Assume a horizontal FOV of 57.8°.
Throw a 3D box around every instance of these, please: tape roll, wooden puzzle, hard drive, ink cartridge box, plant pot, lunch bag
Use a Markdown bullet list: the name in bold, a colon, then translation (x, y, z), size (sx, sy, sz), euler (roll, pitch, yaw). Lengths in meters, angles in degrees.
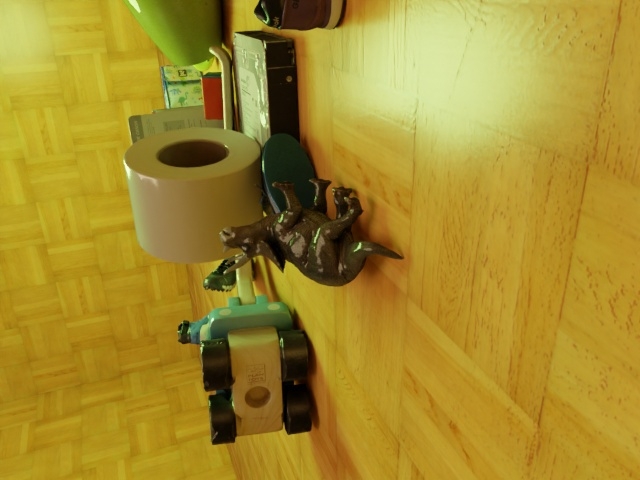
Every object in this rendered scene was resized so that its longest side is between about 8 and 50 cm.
- **tape roll**: translation (-0.230, -0.090, 1.086), size (0.246, 0.246, 0.169), euler (-126, 31, -53)
- **wooden puzzle**: translation (-0.230, -0.267, 1.343), size (0.322, 0.080, 0.348), euler (-113, 18, -70)
- **hard drive**: translation (-0.106, -0.225, 1.132), size (0.237, 0.064, 0.339), euler (-133, 38, -58)
- **ink cartridge box**: translation (-0.358, -0.202, 1.561), size (0.130, 0.272, 0.309), euler (-148, 51, -66)
- **plant pot**: translation (-0.350, -0.591, 1.410), size (0.275, 0.275, 0.293), euler (-123, 12, -49)
- **lunch bag**: translation (-0.443, -0.495, 1.879), size (0.096, 0.129, 0.151), euler (158, 103, -70)

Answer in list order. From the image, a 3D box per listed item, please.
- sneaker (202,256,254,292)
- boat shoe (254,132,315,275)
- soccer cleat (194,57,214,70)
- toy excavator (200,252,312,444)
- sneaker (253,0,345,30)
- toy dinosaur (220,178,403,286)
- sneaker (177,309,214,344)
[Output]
- **sneaker**: translation (-0.247, 0.075, 1.561), size (0.234, 0.078, 0.106), euler (-15, -70, -70)
- **boat shoe**: translation (-0.055, -0.053, 1.003), size (0.089, 0.109, 0.258), euler (139, 121, -69)
- **soccer cleat**: translation (-0.339, -0.619, 1.615), size (0.121, 0.093, 0.289), euler (-47, -54, -75)
- **toy excavator**: translation (-0.174, 0.183, 1.369), size (0.445, 0.222, 0.433), euler (-120, 26, -65)
- **sneaker**: translation (-0.053, -0.422, 0.764), size (0.107, 0.124, 0.283), euler (166, 93, -71)
- **toy dinosaur**: translation (0.000, 0.000, 0.856), size (0.313, 0.121, 0.160), euler (17, 110, 32)
- **sneaker**: translation (-0.296, 0.206, 1.387), size (0.152, 0.084, 0.058), euler (-83, -7, -74)
